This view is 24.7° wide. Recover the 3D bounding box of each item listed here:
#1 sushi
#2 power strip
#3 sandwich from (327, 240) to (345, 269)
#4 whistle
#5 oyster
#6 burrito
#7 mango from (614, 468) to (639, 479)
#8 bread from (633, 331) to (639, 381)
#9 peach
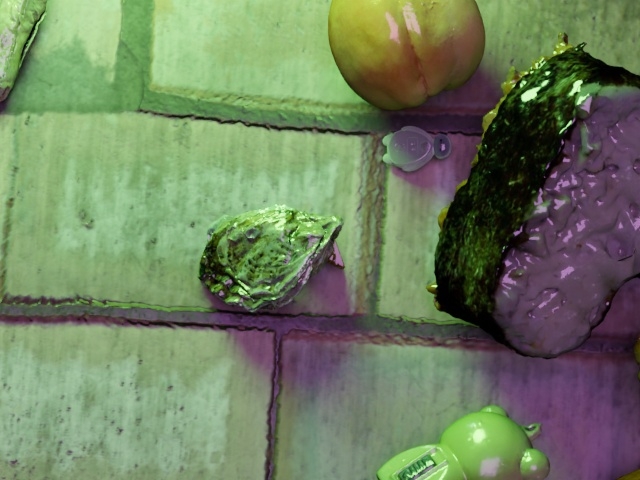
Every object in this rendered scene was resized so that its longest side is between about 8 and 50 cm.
[{"bbox_3d":[0.276,-0.037,1.650,0.234,0.207,0.348,27,95,-31],"label":"sushi"},{"bbox_3d":[0.116,-0.109,1.745,0.083,0.035,0.055,-3,82,13],"label":"power strip"},{"bbox_3d":[0.000,0.000,1.726,0.083,0.031,0.044,28,86,5],"label":"sandwich"},{"bbox_3d":[0.131,0.285,1.643,0.288,0.131,0.106,-34,125,-5],"label":"whistle"},{"bbox_3d":[-0.061,0.020,1.697,0.177,0.064,0.125,4,94,23],"label":"oyster"},{"bbox_3d":[-0.369,-0.249,1.759,0.058,0.045,0.188,21,84,29],"label":"burrito"},{"bbox_3d":[0.344,0.367,1.626,0.295,0.120,0.177,-42,82,-5],"label":"mango"},{"bbox_3d":[0.539,0.121,1.639,0.328,0.148,0.337,38,82,-12],"label":"bread"},{"bbox_3d":[0.096,-0.244,1.691,0.184,0.184,0.184,0,82,1],"label":"peach"}]
